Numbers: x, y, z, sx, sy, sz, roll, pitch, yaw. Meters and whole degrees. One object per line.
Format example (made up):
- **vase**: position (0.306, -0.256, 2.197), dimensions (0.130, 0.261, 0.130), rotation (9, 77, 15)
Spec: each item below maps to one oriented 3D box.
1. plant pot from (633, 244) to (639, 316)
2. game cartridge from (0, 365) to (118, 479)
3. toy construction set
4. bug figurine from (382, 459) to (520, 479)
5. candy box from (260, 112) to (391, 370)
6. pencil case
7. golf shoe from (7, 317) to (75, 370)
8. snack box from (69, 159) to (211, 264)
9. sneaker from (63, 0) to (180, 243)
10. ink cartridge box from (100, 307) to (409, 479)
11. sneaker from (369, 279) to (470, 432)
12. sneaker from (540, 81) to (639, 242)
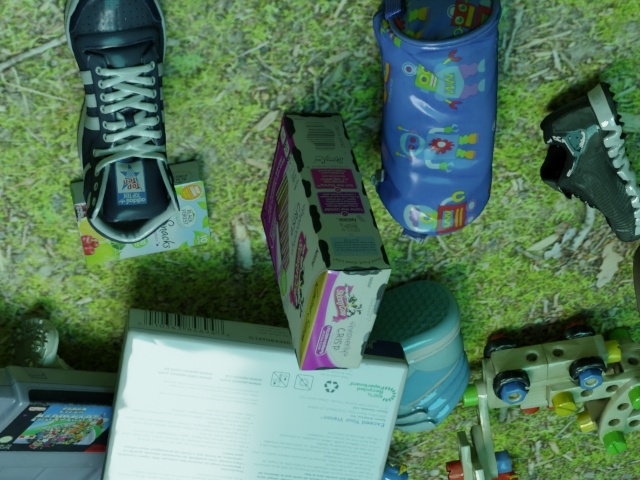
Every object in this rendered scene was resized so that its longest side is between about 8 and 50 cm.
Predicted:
- **plant pot**: position (0.511, 0.058, 1.894), dimensions (0.229, 0.263, 0.263), rotation (-14, 141, 23)
- **game cartridge**: position (-0.335, 0.238, 1.862), dimensions (0.230, 0.068, 0.355), rotation (-39, 151, 29)
- **toy construction set**: position (0.306, 0.219, 2.064), dimensions (0.328, 0.151, 0.215), rotation (-20, 140, -12)
- **bug figurine**: position (0.148, 0.376, 2.227), dimensions (0.279, 0.072, 0.216), rotation (7, 140, -31)
- **candy box**: position (0.000, 0.000, 1.652), dimensions (0.071, 0.233, 0.159), rotation (-1, 136, -17)
- **pencil case**: position (0.118, -0.139, 1.627), dimensions (0.133, 0.119, 0.306), rotation (-2, 138, 0)
- **golf shoe**: position (-0.326, 0.147, 1.846), dimensions (0.086, 0.069, 0.176), rotation (-5, 146, -31)
- **snack box**: position (-0.195, -0.030, 1.705), dimensions (0.141, 0.037, 0.100), rotation (-11, 139, -7)
- **sneaker**: position (-0.190, -0.122, 1.520), dimensions (0.099, 0.153, 0.282), rotation (-6, 137, -12)
- **ink cartridge box**: position (-0.089, 0.253, 1.829), dimensions (0.324, 0.071, 0.330), rotation (8, 114, -10)
- **sneaker**: position (0.045, 0.190, 1.955), dimensions (0.319, 0.127, 0.208), rotation (-20, 137, 6)
- **sneaker**: position (0.307, -0.077, 1.789), dimensions (0.106, 0.078, 0.234), rotation (-20, 135, 8)
